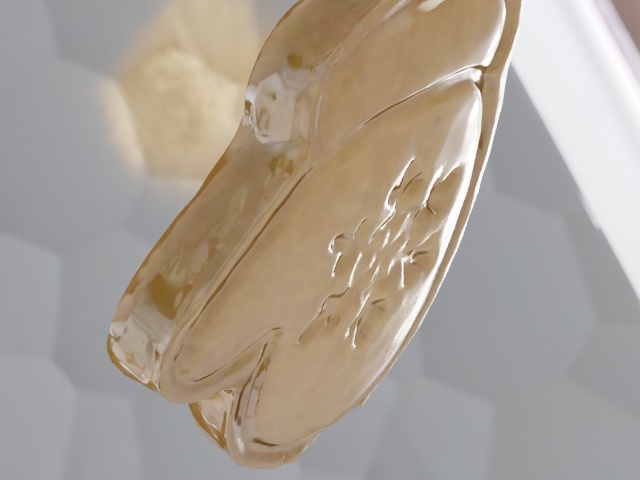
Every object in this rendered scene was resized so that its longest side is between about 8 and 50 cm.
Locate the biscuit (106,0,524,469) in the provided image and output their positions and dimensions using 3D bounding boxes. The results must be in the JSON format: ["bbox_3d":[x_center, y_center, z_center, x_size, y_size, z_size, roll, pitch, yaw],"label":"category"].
[{"bbox_3d":[0.001,0.001,0.369,0.118,0.023,0.140,-35,148,-39],"label":"biscuit"}]
